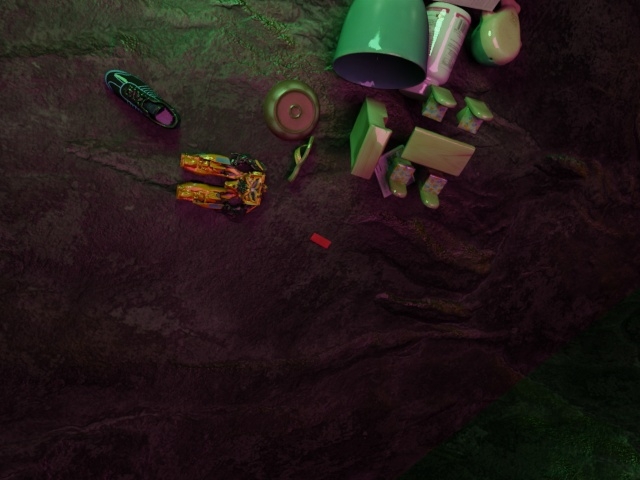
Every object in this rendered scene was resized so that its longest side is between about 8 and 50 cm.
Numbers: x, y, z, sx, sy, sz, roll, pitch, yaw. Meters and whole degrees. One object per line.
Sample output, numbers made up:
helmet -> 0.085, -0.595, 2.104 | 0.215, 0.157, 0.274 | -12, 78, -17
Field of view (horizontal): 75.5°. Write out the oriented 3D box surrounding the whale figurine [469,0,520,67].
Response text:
whale figurine -> 0.631, -0.750, 1.489 | 0.216, 0.141, 0.271 | 27, 74, -26

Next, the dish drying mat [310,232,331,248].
dish drying mat -> 0.000, 0.000, 1.580 | 0.083, 0.008, 0.032 | 29, 98, -28

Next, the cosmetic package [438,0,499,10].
cosmetic package -> 0.428, -0.868, 1.284 | 0.366, 0.197, 0.155 | -2, 65, -23

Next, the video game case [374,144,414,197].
video game case -> 0.278, -0.264, 1.581 | 0.143, 0.019, 0.157 | -29, 116, -9

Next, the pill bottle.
pill bottle -> 0.378, -0.627, 1.403 | 0.161, 0.160, 0.282 | 15, 103, -25

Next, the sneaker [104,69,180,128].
sneaker -> -0.506, -0.405, 1.190 | 0.232, 0.090, 0.081 | 32, 96, -28

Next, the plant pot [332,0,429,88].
plant pot -> 0.199, -0.633, 1.274 | 0.293, 0.293, 0.234 | 9, 93, -23

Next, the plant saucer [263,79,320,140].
plant saucer -> -0.089, -0.428, 1.371 | 0.199, 0.036, 0.198 | -7, 111, -19

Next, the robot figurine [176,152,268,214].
robot figurine -> -0.310, -0.185, 1.349 | 0.291, 0.085, 0.210 | 6, 108, -22

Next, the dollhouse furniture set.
dollhouse furniture set -> 0.310, -0.297, 1.358 | 0.395, 0.256, 0.361 | 16, 129, -10

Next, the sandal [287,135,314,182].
sandal -> -0.074, -0.283, 1.421 | 0.049, 0.072, 0.180 | 31, 101, -6
